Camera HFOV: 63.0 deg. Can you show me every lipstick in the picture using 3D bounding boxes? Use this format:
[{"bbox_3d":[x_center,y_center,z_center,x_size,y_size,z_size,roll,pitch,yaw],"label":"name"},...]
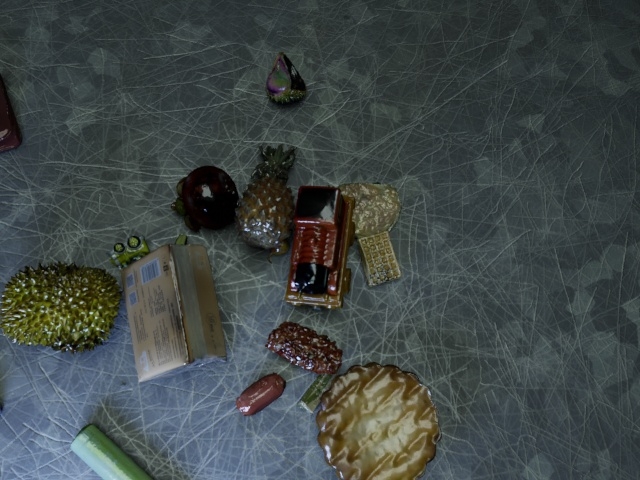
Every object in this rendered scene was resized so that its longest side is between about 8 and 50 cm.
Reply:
[{"bbox_3d":[-0.477,0.568,1.266,0.304,0.076,0.076,39,72,7],"label":"lipstick"}]

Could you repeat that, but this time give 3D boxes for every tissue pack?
[{"bbox_3d":[-0.355,0.186,1.362,0.239,0.238,0.305,-12,73,-11],"label":"tissue pack"}]

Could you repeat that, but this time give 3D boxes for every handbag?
[{"bbox_3d":[-1.029,-0.364,1.509,0.260,0.084,0.275,-22,75,-13],"label":"handbag"}]

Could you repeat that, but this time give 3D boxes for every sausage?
[{"bbox_3d":[-0.154,0.400,1.362,0.141,0.076,0.076,-33,78,-15],"label":"sausage"}]

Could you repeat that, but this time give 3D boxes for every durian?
[{"bbox_3d":[-0.649,0.166,1.298,0.293,0.258,0.258,0,72,-2],"label":"durian"},{"bbox_3d":[-0.118,-0.497,1.672,0.108,0.119,0.186,-30,60,23],"label":"durian"}]

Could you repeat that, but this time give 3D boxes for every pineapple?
[{"bbox_3d":[-0.137,-0.142,1.500,0.175,0.175,0.361,16,50,-1],"label":"pineapple"}]

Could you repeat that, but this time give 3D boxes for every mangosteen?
[{"bbox_3d":[-0.328,-0.115,1.476,0.200,0.200,0.199,2,71,-6],"label":"mangosteen"}]

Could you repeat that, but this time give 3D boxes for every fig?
[{"bbox_3d":[-0.125,0.028,1.510,0.050,0.050,0.083,40,91,7],"label":"fig"}]

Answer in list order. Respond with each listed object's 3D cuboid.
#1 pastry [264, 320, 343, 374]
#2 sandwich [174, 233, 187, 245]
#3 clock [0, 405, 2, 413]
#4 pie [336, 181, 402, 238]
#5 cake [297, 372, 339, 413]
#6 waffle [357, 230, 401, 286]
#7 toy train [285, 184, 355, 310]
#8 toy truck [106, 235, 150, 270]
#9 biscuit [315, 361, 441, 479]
[{"bbox_3d":[-0.041,0.291,1.399,0.209,0.097,0.115,23,62,3],"label":"pastry"},{"bbox_3d":[-0.398,0.017,1.481,0.031,0.083,0.044,12,114,-8],"label":"sandwich"},{"bbox_3d":[-0.899,0.440,1.259,0.145,0.073,0.193,37,71,5],"label":"clock"},{"bbox_3d":[0.137,-0.091,1.574,0.218,0.052,0.184,1,71,-8],"label":"pie"},{"bbox_3d":[-0.006,0.404,1.405,0.051,0.055,0.140,38,54,8],"label":"cake"},{"bbox_3d":[0.170,0.053,1.520,0.103,0.042,0.147,-15,87,-12],"label":"waffle"},{"bbox_3d":[0.000,0.000,1.418,0.163,0.231,0.368,4,70,13],"label":"toy train"},{"bbox_3d":[-0.530,0.035,1.446,0.111,0.076,0.076,-28,97,-14],"label":"toy truck"},{"bbox_3d":[0.147,0.478,1.357,0.326,0.107,0.325,1,73,-3],"label":"biscuit"}]
